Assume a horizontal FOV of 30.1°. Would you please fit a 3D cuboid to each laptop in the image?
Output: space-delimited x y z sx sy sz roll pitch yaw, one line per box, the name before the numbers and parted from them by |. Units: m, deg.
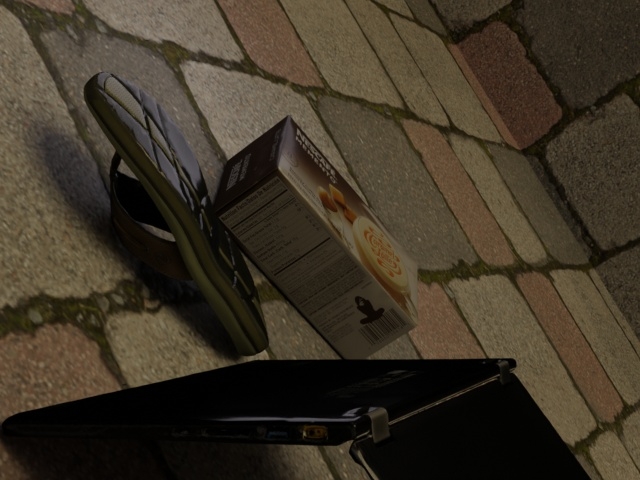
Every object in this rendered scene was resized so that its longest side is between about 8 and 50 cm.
laptop | 0.049 0.221 0.887 0.382 0.408 0.236 0 87 -66

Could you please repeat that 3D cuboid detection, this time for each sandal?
sandal | -0.140 -0.010 1.080 0.120 0.086 0.303 -90 156 -66

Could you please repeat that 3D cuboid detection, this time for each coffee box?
coffee box | 0.000 0.000 1.340 0.246 0.098 0.141 49 21 -20
